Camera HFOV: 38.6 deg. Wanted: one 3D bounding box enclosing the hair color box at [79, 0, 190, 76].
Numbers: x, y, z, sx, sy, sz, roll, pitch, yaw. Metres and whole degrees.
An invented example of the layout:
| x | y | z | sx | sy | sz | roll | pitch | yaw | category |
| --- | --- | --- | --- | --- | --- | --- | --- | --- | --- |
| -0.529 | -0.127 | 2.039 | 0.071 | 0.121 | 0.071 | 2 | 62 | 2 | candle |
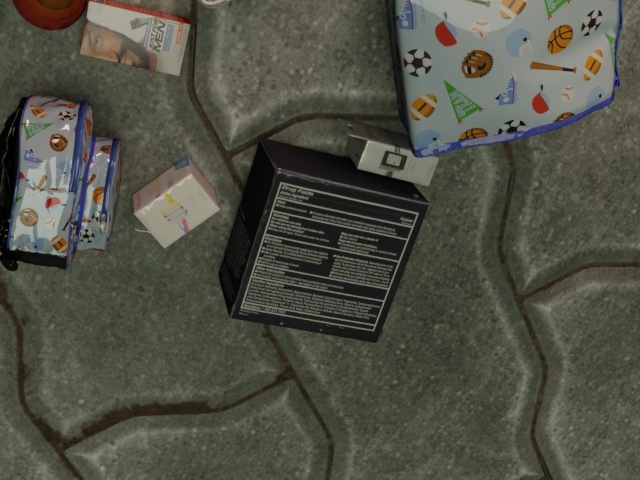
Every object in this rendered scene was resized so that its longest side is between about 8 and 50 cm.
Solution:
| x | y | z | sx | sy | sz | roll | pitch | yaw | category |
| --- | --- | --- | --- | --- | --- | --- | --- | --- | --- |
| -0.309 | -0.340 | 1.522 | 0.167 | 0.053 | 0.093 | 10 | 113 | -15 | hair color box |

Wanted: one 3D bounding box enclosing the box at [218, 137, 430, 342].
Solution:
| x | y | z | sx | sy | sz | roll | pitch | yaw | category |
| --- | --- | --- | --- | --- | --- | --- | --- | --- | --- |
| 0.000 | 0.000 | 1.675 | 0.296 | 0.182 | 0.294 | 12 | 112 | -19 | box |

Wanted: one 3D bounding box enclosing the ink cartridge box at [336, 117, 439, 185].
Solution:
| x | y | z | sx | sy | sz | roll | pitch | yaw | category |
| --- | --- | --- | --- | --- | --- | --- | --- | --- | --- |
| 0.113 | -0.163 | 1.671 | 0.180 | 0.104 | 0.060 | 12 | 112 | -17 | ink cartridge box |

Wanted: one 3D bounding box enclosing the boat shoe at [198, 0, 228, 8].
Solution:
| x | y | z | sx | sy | sz | roll | pitch | yaw | category |
| --- | --- | --- | --- | --- | --- | --- | --- | --- | --- |
| -0.090 | -0.472 | 1.486 | 0.277 | 0.096 | 0.098 | -41 | 116 | 7 | boat shoe |

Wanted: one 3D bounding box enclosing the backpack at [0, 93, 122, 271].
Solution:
| x | y | z | sx | sy | sz | roll | pitch | yaw | category |
| --- | --- | --- | --- | --- | --- | --- | --- | --- | --- |
| -0.432 | -0.104 | 1.498 | 0.213 | 0.276 | 0.263 | -2 | 108 | -17 | backpack |

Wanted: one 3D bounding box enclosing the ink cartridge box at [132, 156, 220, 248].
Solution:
| x | y | z | sx | sy | sz | roll | pitch | yaw | category |
| --- | --- | --- | --- | --- | --- | --- | --- | --- | --- |
| -0.267 | -0.063 | 1.637 | 0.143 | 0.092 | 0.090 | -35 | 117 | 6 | ink cartridge box |

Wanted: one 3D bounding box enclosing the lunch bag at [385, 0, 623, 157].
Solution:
| x | y | z | sx | sy | sz | roll | pitch | yaw | category |
| --- | --- | --- | --- | --- | --- | --- | --- | --- | --- |
| 0.313 | -0.352 | 1.544 | 0.386 | 0.239 | 0.327 | -10 | 125 | 2 | lunch bag |

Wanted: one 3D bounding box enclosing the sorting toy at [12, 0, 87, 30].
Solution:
| x | y | z | sx | sy | sz | roll | pitch | yaw | category |
| --- | --- | --- | --- | --- | --- | --- | --- | --- | --- |
| -0.520 | -0.362 | 1.367 | 0.366 | 0.126 | 0.127 | -17 | 101 | -24 | sorting toy |
